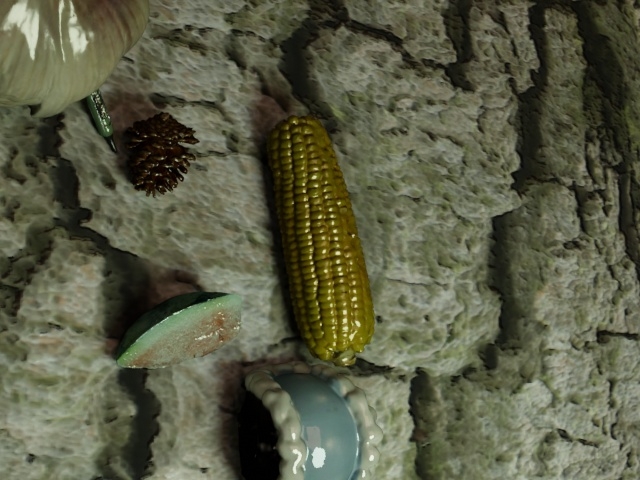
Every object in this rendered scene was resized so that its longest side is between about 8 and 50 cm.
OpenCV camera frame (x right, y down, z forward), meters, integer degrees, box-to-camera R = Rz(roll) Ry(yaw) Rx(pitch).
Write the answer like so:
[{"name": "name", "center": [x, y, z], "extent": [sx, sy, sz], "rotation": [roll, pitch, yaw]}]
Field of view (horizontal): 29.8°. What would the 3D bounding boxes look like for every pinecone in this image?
[{"name": "pinecone", "center": [-0.216, -0.114, 1.589], "extent": [0.102, 0.102, 0.109], "rotation": [27, 77, -31]}]

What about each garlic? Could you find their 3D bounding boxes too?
[{"name": "garlic", "center": [-0.340, -0.308, 1.377], "extent": [0.322, 0.241, 0.322], "rotation": [-5, 96, -58]}]

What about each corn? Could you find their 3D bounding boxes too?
[{"name": "corn", "center": [0.000, 0.000, 1.715], "extent": [0.120, 0.120, 0.363], "rotation": [-10, 88, -38]}]

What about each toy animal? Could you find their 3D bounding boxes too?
[{"name": "toy animal", "center": [-0.013, 0.270, 1.635], "extent": [0.204, 0.156, 0.208], "rotation": [-1, 86, -34]}]

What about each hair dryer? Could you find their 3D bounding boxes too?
[{"name": "hair dryer", "center": [-0.292, -0.181, 1.569], "extent": [0.047, 0.071, 0.150], "rotation": [-37, 122, -31]}]

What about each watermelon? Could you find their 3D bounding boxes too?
[{"name": "watermelon", "center": [-0.190, 0.119, 1.584], "extent": [0.180, 0.081, 0.094], "rotation": [-12, 105, -23]}]
